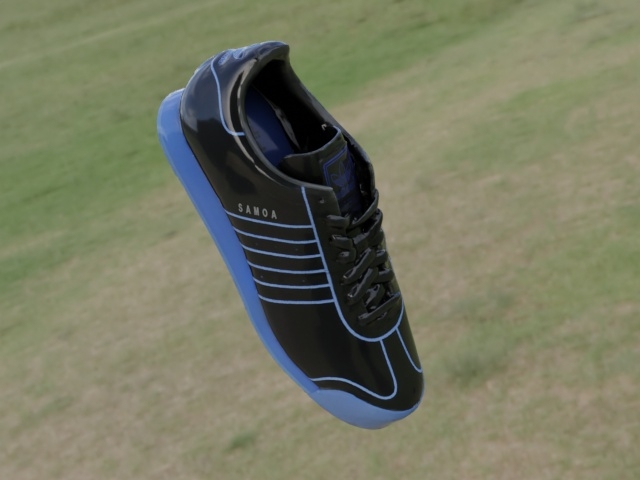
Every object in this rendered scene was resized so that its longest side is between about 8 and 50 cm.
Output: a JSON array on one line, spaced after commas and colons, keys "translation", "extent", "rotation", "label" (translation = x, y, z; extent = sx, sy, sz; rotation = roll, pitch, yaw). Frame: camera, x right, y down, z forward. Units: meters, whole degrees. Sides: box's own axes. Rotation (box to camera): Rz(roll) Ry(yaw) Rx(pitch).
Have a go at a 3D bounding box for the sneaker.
[{"translation": [0.000, 0.000, 0.682], "extent": [0.090, 0.232, 0.081], "rotation": [-26, 11, 48], "label": "sneaker"}]
